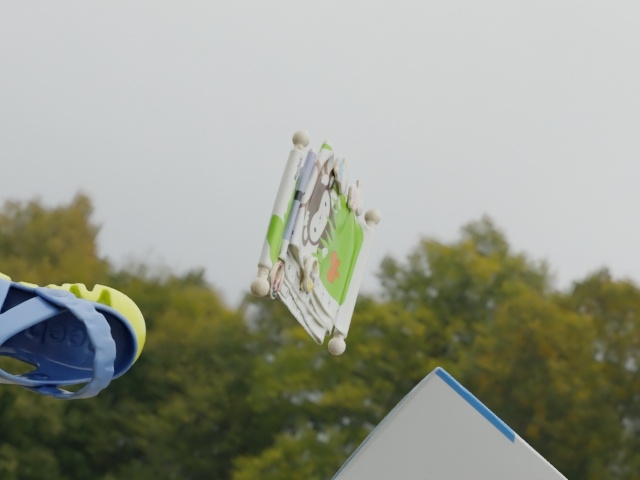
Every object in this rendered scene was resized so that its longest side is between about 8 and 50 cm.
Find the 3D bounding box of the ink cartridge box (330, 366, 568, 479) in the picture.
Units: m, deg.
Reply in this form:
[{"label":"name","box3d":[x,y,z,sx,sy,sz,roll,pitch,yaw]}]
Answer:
[{"label":"ink cartridge box","box3d":[0.098,0.237,1.453,0.171,0.168,0.232,41,-10,5]}]

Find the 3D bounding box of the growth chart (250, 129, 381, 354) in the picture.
[{"label":"growth chart","box3d":[0.000,0.000,1.441,0.021,0.172,0.237,7,-17,21]}]

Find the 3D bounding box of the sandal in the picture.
[{"label":"sandal","box3d":[-0.318,0.087,1.595,0.317,0.126,0.138,4,13,-14]}]
